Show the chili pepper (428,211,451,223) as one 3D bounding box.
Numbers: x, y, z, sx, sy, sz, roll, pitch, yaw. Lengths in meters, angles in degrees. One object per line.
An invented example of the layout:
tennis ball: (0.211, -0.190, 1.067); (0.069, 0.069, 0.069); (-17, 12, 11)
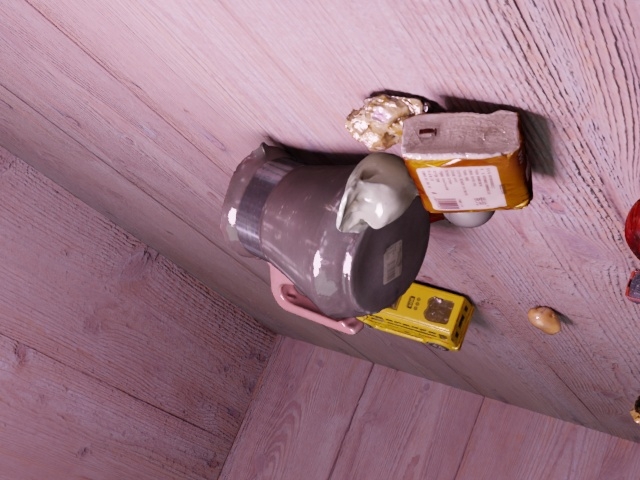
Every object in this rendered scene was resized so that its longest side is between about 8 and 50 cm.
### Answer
chili pepper: (0.120, -0.037, 2.178); (0.137, 0.091, 0.368); (17, 172, -24)

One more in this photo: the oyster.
oyster: (0.120, -0.175, 1.681); (0.163, 0.081, 0.191); (18, 170, 1)

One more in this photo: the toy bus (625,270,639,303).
toy bus: (0.669, 0.111, 1.921); (0.192, 0.065, 0.077); (17, 172, 24)

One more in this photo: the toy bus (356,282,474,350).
toy bus: (0.220, 0.174, 2.688); (0.330, 0.144, 0.152); (15, 164, 24)

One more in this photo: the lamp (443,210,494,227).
lamp: (0.258, -0.072, 1.790); (0.105, 0.105, 0.105); (21, 166, 6)

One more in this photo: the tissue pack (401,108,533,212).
tissue pack: (0.232, -0.118, 1.609); (0.183, 0.092, 0.226); (-4, 157, 15)

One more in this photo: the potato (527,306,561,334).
potato: (0.528, 0.188, 2.431); (0.083, 0.062, 0.068); (52, -168, -4)

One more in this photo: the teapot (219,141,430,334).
teapot: (0.000, 0.000, 2.015); (0.362, 0.306, 0.376); (23, 129, 36)

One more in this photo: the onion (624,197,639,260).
onion: (0.525, -0.014, 1.563); (0.131, 0.131, 0.131); (21, 166, 6)

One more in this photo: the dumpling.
dumpling: (0.104, -0.068, 1.710); (0.108, 0.152, 0.219); (21, -158, 35)

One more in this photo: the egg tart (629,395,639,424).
egg tart: (0.776, 0.251, 1.858); (0.443, 0.178, 0.443); (-12, -176, 1)
